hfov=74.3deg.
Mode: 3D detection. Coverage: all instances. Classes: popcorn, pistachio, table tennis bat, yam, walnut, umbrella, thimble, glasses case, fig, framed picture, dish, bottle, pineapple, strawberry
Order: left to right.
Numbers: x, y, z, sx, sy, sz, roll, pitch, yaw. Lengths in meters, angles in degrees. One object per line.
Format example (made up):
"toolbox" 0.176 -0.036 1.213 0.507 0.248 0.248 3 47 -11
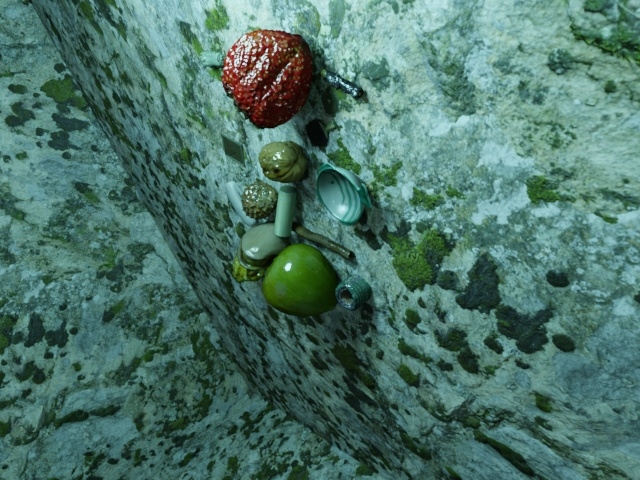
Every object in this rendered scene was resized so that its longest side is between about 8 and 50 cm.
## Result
"umbrella" -0.405 -0.677 1.575 0.144 0.062 0.067 20 165 44
"framed picture" -0.383 -0.396 1.850 0.149 0.011 0.109 35 143 32
"glasses case" -0.380 -0.174 2.009 0.092 0.059 0.233 -13 109 56
"popcorn" -0.354 0.134 2.156 0.156 0.198 0.197 35 144 28
"pineapple" -0.260 -0.162 1.765 0.166 0.166 0.193 56 149 1
"pistachio" -0.239 0.009 1.784 0.197 0.288 0.166 31 124 10
"strawberry" -0.137 -0.472 1.229 0.289 0.250 0.238 -26 91 34
"walnut" -0.137 -0.277 1.491 0.184 0.155 0.155 9 127 45
"bottle" -0.139 -0.114 1.676 0.072 0.072 0.201 35 129 32
"fig" -0.064 0.173 1.694 0.316 0.316 0.316 35 144 31
"yam" 0.000 0.000 1.658 0.327 0.045 0.045 28 162 38
"table tennis bat" 0.003 -0.349 1.351 0.157 0.013 0.086 -6 113 57
"umbrella" 0.057 -0.433 1.170 0.144 0.037 0.040 40 124 24
"dish" 0.091 -0.156 1.347 0.246 0.078 0.224 9 127 52
"thimble" 0.125 0.202 1.629 0.118 0.090 0.135 44 145 15
